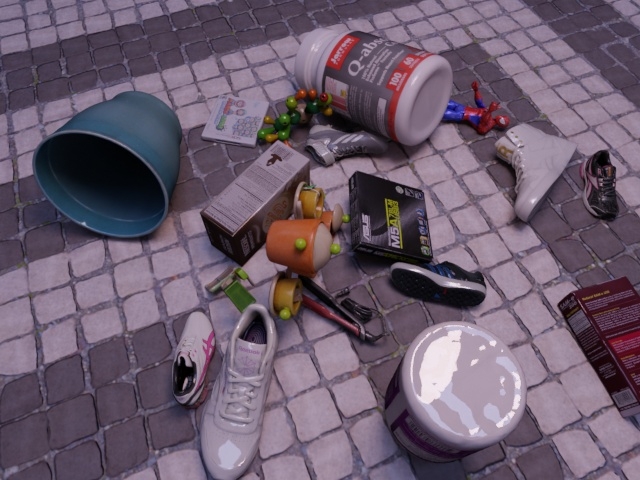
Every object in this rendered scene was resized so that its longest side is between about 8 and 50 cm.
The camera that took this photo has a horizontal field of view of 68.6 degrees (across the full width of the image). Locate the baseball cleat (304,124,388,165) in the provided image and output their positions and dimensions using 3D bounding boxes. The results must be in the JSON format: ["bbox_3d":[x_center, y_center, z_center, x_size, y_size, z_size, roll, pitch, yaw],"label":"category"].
[{"bbox_3d":[0.061,-0.226,1.169,0.205,0.072,0.110,14,68,18],"label":"baseball cleat"}]

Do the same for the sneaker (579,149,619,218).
[{"bbox_3d":[0.663,-0.138,1.107,0.071,0.077,0.178,-1,60,1],"label":"sneaker"}]

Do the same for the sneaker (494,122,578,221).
[{"bbox_3d":[0.478,-0.171,1.116,0.169,0.108,0.292,31,54,19],"label":"sneaker"}]

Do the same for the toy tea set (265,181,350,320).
[{"bbox_3d":[0.000,0.000,0.917,0.124,0.200,0.336,7,35,13],"label":"toy tea set"}]

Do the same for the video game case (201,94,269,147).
[{"bbox_3d":[-0.222,-0.318,1.241,0.143,0.019,0.157,10,60,5],"label":"video game case"}]

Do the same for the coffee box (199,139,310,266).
[{"bbox_3d":[-0.134,-0.082,1.034,0.098,0.141,0.246,34,66,18],"label":"coffee box"}]

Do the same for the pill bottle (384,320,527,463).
[{"bbox_3d":[0.191,0.255,0.742,0.169,0.302,0.170,0,60,0],"label":"pill bottle"}]

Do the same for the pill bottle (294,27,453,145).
[{"bbox_3d":[0.120,-0.393,1.160,0.362,0.210,0.210,32,64,30],"label":"pill bottle"}]

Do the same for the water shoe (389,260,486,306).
[{"bbox_3d":[0.246,0.081,0.991,0.203,0.073,0.080,17,39,5],"label":"water shoe"}]

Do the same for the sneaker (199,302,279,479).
[{"bbox_3d":[-0.146,0.253,0.828,0.114,0.152,0.305,9,61,-1],"label":"sneaker"}]

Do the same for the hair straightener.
[{"bbox_3d":[0.045,0.128,0.960,0.230,0.047,0.089,27,62,21],"label":"hair straightener"}]

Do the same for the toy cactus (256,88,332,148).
[{"bbox_3d":[-0.051,-0.306,1.173,0.112,0.219,0.180,52,27,-7],"label":"toy cactus"}]

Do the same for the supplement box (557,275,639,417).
[{"bbox_3d":[0.589,0.200,0.909,0.130,0.073,0.240,-13,61,-9],"label":"supplement box"}]

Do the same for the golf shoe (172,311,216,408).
[{"bbox_3d":[-0.240,0.216,0.889,0.067,0.086,0.186,-3,58,-1],"label":"golf shoe"}]

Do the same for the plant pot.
[{"bbox_3d":[-0.433,-0.190,1.041,0.271,0.272,0.255,5,44,2],"label":"plant pot"}]

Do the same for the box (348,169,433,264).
[{"bbox_3d":[0.152,-0.047,1.031,0.184,0.045,0.191,15,56,-23],"label":"box"}]

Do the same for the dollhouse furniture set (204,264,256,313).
[{"bbox_3d":[-0.177,0.099,0.955,0.076,0.151,0.059,-42,108,-16],"label":"dollhouse furniture set"}]

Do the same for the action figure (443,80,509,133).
[{"bbox_3d":[0.355,-0.356,1.205,0.280,0.139,0.092,16,62,6],"label":"action figure"}]
